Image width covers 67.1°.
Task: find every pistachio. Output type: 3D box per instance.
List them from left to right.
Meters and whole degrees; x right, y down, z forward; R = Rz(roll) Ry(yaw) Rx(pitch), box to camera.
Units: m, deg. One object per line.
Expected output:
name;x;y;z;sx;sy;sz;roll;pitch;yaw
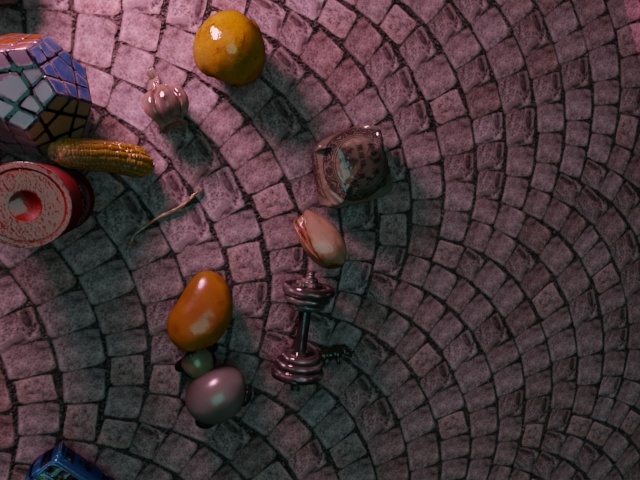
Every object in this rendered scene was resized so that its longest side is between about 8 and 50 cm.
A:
pistachio;0.000;0.000;1.587;0.144;0.144;0.215;-43;95;-7

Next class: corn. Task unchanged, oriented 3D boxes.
corn;-0.600;-0.228;1.335;0.292;0.101;0.101;-6;102;-55

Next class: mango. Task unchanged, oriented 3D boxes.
mango;-0.365;0.227;1.509;0.176;0.139;0.254;32;82;-12

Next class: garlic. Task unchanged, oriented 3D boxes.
garlic;-0.458;-0.423;1.411;0.131;0.127;0.193;-16;82;-10

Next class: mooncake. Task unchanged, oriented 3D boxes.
mooncake;0.101;-0.240;1.587;0.250;0.136;0.254;-20;103;-17

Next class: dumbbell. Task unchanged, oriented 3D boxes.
dumbbell;-0.058;0.298;1.591;0.179;0.179;0.405;7;95;-17

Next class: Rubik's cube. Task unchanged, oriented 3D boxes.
Rubik's cube;-0.758;-0.375;1.244;0.264;0.319;0.318;-24;105;15

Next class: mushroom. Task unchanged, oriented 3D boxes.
mushroom;-0.483;-0.077;1.496;0.286;0.026;0.028;-41;122;-9

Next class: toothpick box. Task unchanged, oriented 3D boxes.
toothpick box;-0.722;-0.102;1.256;0.205;0.333;0.203;-2;98;-16

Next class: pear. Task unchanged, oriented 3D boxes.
pear;-0.258;-0.559;1.404;0.209;0.209;0.208;-2;98;-16

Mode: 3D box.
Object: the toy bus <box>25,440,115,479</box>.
toy bus;-0.758;0.738;1.477;0.134;0.113;0.246;-46;109;-11

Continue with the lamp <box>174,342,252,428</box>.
lamp;-0.348;0.459;1.536;0.198;0.197;0.243;-31;82;-11

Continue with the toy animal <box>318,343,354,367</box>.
toy animal;0.058;0.403;1.708;0.136;0.047;0.064;-8;92;-10
